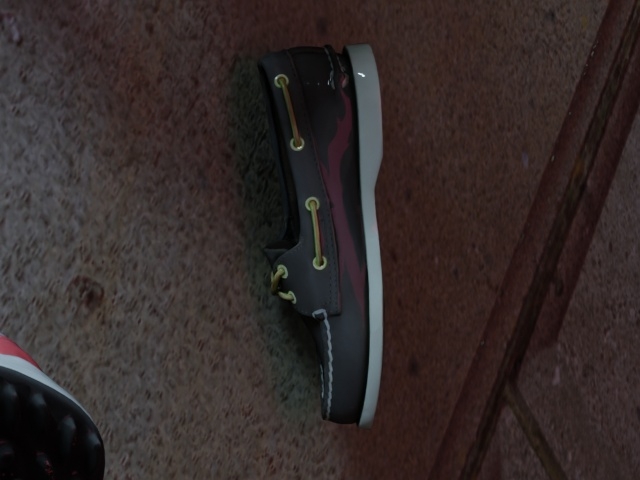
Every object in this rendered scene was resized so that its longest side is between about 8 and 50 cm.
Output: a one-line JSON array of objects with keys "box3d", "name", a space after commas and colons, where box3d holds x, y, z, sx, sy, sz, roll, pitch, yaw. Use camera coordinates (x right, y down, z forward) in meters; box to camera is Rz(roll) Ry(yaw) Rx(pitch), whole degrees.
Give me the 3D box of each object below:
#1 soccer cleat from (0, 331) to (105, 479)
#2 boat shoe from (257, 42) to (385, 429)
[{"box3d": [-0.214, 0.022, 0.705, 0.108, 0.116, 0.318, -52, 131, -8], "name": "soccer cleat"}, {"box3d": [0.000, 0.000, 1.078, 0.081, 0.069, 0.227, -145, -128, -80], "name": "boat shoe"}]
